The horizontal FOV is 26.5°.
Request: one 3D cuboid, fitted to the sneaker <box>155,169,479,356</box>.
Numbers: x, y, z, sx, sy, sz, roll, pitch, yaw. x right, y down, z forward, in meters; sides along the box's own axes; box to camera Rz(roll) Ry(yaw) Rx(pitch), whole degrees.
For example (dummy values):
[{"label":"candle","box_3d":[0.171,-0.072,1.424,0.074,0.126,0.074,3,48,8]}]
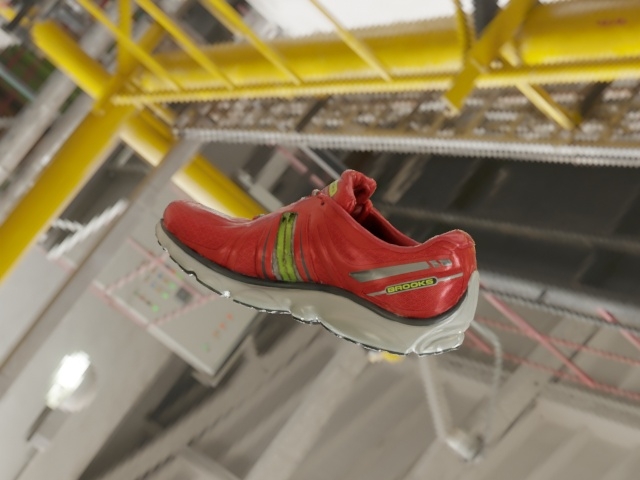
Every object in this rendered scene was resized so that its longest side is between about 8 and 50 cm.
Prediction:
[{"label":"sneaker","box_3d":[0.000,0.000,1.049,0.279,0.107,0.118,17,-82,27]}]
